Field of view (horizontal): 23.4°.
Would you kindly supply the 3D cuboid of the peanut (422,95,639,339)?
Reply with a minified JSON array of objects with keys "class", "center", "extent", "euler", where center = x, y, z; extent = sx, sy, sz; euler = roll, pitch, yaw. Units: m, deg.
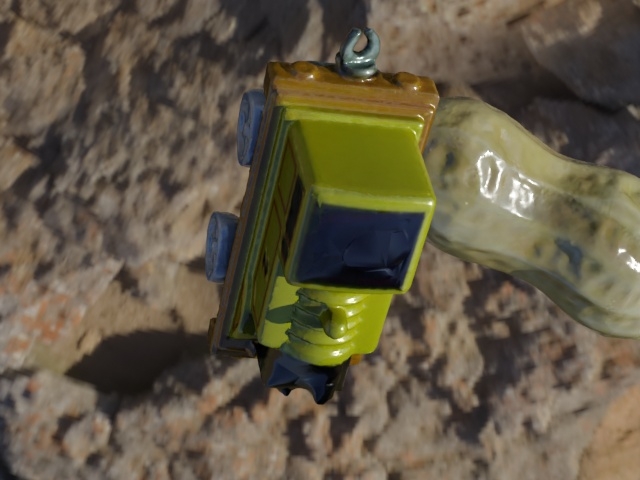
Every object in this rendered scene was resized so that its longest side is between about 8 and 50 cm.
[{"class":"peanut","center":[0.155,-0.015,1.072],"extent":[0.274,0.125,0.111],"euler":[25,76,-20]}]

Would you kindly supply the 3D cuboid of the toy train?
[{"class":"toy train","center":[0.000,0.000,0.780],"extent":[0.089,0.127,0.219],"euler":[5,126,-15]}]
